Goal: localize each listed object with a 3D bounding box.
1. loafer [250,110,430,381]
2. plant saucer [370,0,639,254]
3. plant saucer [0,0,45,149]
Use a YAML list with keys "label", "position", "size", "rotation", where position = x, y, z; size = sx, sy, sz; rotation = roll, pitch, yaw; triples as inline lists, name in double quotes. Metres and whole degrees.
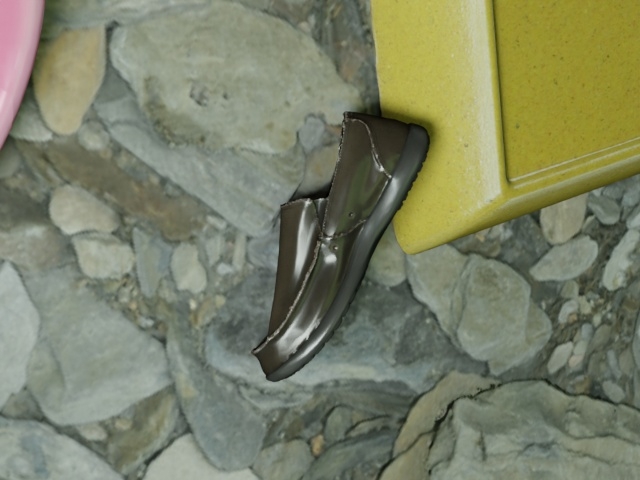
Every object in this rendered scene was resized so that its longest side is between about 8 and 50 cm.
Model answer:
- label: "loafer"
  position: [0.000, 0.000, 1.195]
  size: [0.078, 0.080, 0.220]
  rotation: [28, 85, -4]
- label: "plant saucer"
  position: [0.197, -0.177, 1.277]
  size: [0.332, 0.081, 0.333]
  rotation: [-19, 113, -31]
- label: "plant saucer"
  position: [-0.283, -0.085, 0.873]
  size: [0.332, 0.084, 0.332]
  rotation: [-52, 160, -27]
